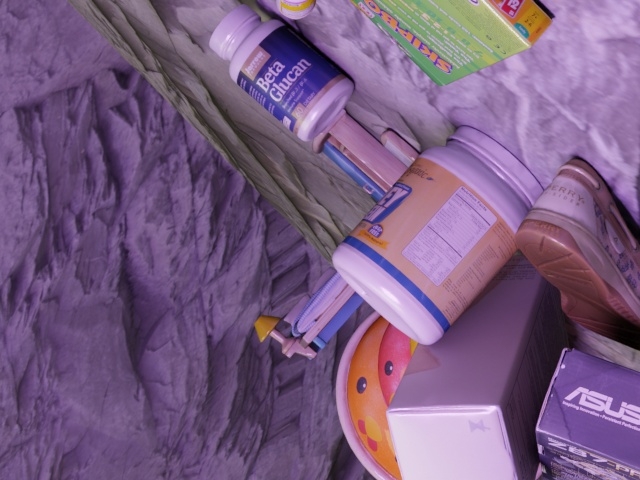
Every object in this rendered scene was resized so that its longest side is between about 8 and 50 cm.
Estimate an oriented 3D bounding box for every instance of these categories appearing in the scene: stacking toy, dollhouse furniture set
[{"bbox_3d":[0.217,0.148,1.730,0.350,0.350,0.480,41,156,14],"label":"stacking toy"},{"bbox_3d":[0.000,0.000,1.676,0.198,0.303,0.286,41,174,3],"label":"dollhouse furniture set"}]

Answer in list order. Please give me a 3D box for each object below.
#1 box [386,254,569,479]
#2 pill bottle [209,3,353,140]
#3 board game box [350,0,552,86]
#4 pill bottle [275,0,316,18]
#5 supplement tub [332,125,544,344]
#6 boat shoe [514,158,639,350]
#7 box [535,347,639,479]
[{"bbox_3d":[0.181,0.151,1.372,0.121,0.311,0.148,-4,115,23],"label":"box"},{"bbox_3d":[-0.051,-0.207,1.529,0.169,0.094,0.094,41,174,8],"label":"pill bottle"},{"bbox_3d":[0.094,-0.190,1.027,0.124,0.039,0.259,44,171,-7],"label":"board game box"},{"bbox_3d":[-0.026,-0.253,1.290,0.043,0.043,0.083,42,174,4],"label":"pill bottle"},{"bbox_3d":[0.126,-0.007,1.321,0.144,0.199,0.144,41,173,6],"label":"supplement tub"},{"bbox_3d":[0.281,0.028,1.211,0.105,0.089,0.285,18,164,36],"label":"boat shoe"},{"bbox_3d":[0.408,0.242,1.214,0.395,0.097,0.318,19,168,18],"label":"box"}]
